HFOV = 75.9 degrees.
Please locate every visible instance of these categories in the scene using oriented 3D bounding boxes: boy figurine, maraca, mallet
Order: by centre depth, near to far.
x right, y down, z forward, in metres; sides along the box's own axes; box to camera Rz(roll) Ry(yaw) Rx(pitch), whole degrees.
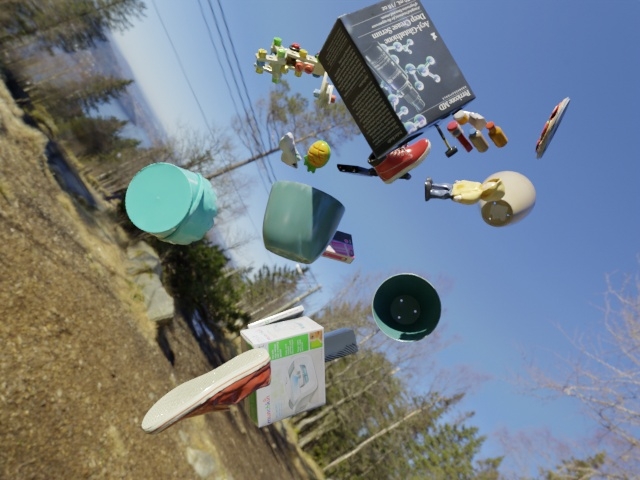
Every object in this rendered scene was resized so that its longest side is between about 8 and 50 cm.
[{"bbox_3d":[0.539,-0.186,1.545,0.285,0.177,0.092,4,-61,25],"label":"boy figurine"},{"bbox_3d":[-0.019,-0.415,2.043,0.186,0.099,0.127,-38,-109,40],"label":"maraca"},{"bbox_3d":[0.616,-0.495,2.055,0.190,0.062,0.039,42,11,-25],"label":"mallet"}]

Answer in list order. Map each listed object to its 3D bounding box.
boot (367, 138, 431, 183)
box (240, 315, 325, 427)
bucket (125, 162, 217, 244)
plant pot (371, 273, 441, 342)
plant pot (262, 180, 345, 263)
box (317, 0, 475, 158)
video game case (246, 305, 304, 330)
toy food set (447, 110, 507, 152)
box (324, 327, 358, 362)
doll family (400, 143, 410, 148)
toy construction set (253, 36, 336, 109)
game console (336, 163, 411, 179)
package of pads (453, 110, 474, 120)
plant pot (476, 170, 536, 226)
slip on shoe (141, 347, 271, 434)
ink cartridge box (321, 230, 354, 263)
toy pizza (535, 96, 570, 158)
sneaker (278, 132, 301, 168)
[{"bbox_3d":[0.315,-0.357,1.654,0.176,0.244,0.088,42,16,-40],"label":"boot"},{"bbox_3d":[-0.116,0.392,1.261,0.127,0.231,0.261,15,-72,58],"label":"box"},{"bbox_3d":[-0.515,-0.128,1.428,0.281,0.281,0.183,60,5,11],"label":"bucket"},{"bbox_3d":[0.381,0.305,1.834,0.290,0.290,0.195,59,2,17],"label":"plant pot"},{"bbox_3d":[-0.081,-0.050,1.517,0.293,0.235,0.293,18,-13,4],"label":"plant pot"},{"bbox_3d":[0.232,-0.516,1.294,0.395,0.294,0.212,59,-20,-2],"label":"box"},{"bbox_3d":[-0.166,0.299,1.402,0.023,0.193,0.212,62,-27,22],"label":"video game case"},{"bbox_3d":[0.489,-0.368,1.346,0.104,0.111,0.232,32,21,-41],"label":"toy food set"},{"bbox_3d":[0.001,0.429,1.626,0.113,0.275,0.094,159,-82,-71],"label":"box"},{"bbox_3d":[0.447,-0.490,2.228,0.076,0.111,0.192,-21,-118,55],"label":"doll family"},{"bbox_3d":[-0.073,-0.626,1.510,0.151,0.328,0.215,-51,-159,37],"label":"toy construction set"},{"bbox_3d":[0.268,-0.335,2.016,0.361,0.213,0.043,12,-81,26],"label":"game console"},{"bbox_3d":[0.592,-0.512,1.697,0.083,0.032,0.050,19,-4,18],"label":"package of pads"},{"bbox_3d":[0.812,-0.161,1.838,0.257,0.274,0.256,11,-67,28],"label":"plant pot"},{"bbox_3d":[-0.262,0.382,1.004,0.123,0.331,0.101,1,-71,58],"label":"slip on shoe"},{"bbox_3d":[0.000,0.000,2.153,0.175,0.371,0.069,-94,-153,-42],"label":"ink cartridge box"},{"bbox_3d":[0.725,-0.353,1.296,0.032,0.201,0.201,28,-27,24],"label":"toy pizza"},{"bbox_3d":[-0.122,-0.382,1.773,0.094,0.080,0.212,43,-13,11],"label":"sneaker"}]
